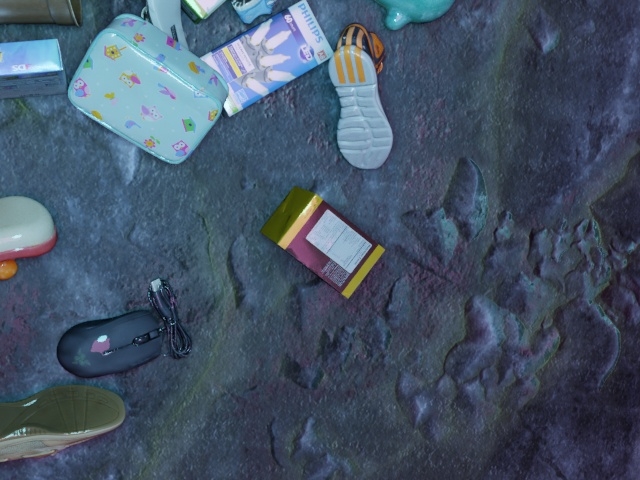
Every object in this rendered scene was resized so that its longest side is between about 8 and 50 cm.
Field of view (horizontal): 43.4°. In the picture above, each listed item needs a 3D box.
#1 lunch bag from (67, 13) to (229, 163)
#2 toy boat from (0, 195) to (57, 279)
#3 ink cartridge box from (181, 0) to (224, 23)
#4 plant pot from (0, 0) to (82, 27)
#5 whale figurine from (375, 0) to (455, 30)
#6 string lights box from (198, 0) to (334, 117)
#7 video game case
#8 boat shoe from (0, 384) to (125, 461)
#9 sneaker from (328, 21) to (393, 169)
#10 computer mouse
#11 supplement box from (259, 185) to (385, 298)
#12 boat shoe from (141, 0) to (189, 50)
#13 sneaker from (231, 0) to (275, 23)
[{"bbox_3d":[-0.339,-0.290,1.566,0.279,0.108,0.224,33,129,-16],"label":"lunch bag"},{"bbox_3d":[-0.631,0.013,1.572,0.231,0.151,0.151,-14,132,-13],"label":"toy boat"},{"bbox_3d":[-0.212,-0.589,1.601,0.255,0.097,0.189,-44,107,-7],"label":"ink cartridge box"},{"bbox_3d":[-0.545,-0.474,1.499,0.165,0.167,0.167,-7,101,-6],"label":"plant pot"},{"bbox_3d":[0.168,-0.555,1.690,0.272,0.141,0.216,4,98,-16],"label":"whale figurine"},{"bbox_3d":[-0.118,-0.378,1.670,0.259,0.077,0.133,-32,105,-9],"label":"string lights box"},{"bbox_3d":[-0.602,-0.302,1.454,0.269,0.244,0.061,-8,94,-15],"label":"video game case"},{"bbox_3d":[-0.574,0.384,1.655,0.341,0.122,0.110,-5,137,-12],"label":"boat shoe"},{"bbox_3d":[0.100,-0.316,1.719,0.124,0.180,0.321,3,135,12],"label":"sneaker"},{"bbox_3d":[-0.416,0.207,1.682,0.272,0.072,0.189,-20,104,-12],"label":"computer mouse"},{"bbox_3d":[0.000,0.000,1.704,0.194,0.191,0.129,38,87,-17],"label":"supplement box"},{"bbox_3d":[-0.315,-0.429,1.566,0.078,0.070,0.219,-48,147,-40],"label":"boat shoe"},{"bbox_3d":[-0.115,-0.509,1.667,0.162,0.063,0.073,-41,147,-18],"label":"sneaker"}]
